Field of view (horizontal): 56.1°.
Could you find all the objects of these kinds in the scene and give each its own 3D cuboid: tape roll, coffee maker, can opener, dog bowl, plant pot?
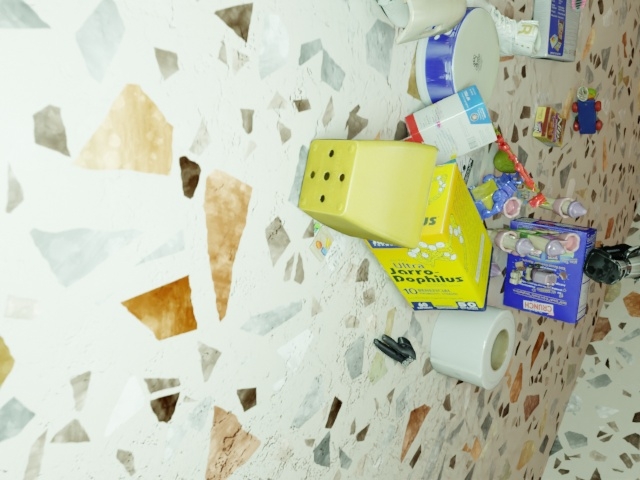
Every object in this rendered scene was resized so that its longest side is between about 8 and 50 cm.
[{"bbox_3d":[0.466,0.310,1.823,0.246,0.169,0.246,-18,113,-49],"label":"tape roll"},{"bbox_3d":[0.935,0.074,1.944,0.178,0.171,0.120,-5,97,-33],"label":"coffee maker"},{"bbox_3d":[0.194,0.287,1.582,0.059,0.073,0.186,-41,140,17],"label":"can opener"},{"bbox_3d":[0.352,-0.451,1.526,0.264,0.104,0.265,-17,112,-48],"label":"dog bowl"},{"bbox_3d":[0.079,-0.112,1.217,0.187,0.212,0.212,11,92,-40],"label":"plant pot"}]

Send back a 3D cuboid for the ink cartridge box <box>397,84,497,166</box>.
[{"bbox_3d":[0.297,-0.264,1.470,0.134,0.230,0.078,51,23,-45],"label":"ink cartridge box"}]

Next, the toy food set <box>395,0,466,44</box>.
[{"bbox_3d":[0.159,-0.542,1.154,0.219,0.092,0.306,-30,101,-45],"label":"toy food set"}]

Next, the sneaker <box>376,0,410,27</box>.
[{"bbox_3d":[0.102,-0.505,1.212,0.153,0.094,0.235,-55,136,-24],"label":"sneaker"}]

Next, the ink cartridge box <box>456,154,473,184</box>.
[{"bbox_3d":[0.360,-0.146,1.665,0.097,0.046,0.207,26,80,-49],"label":"ink cartridge box"}]

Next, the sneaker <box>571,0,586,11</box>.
[{"bbox_3d":[0.872,-0.831,2.018,0.057,0.047,0.120,-37,128,-53],"label":"sneaker"}]

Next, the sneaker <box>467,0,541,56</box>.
[{"bbox_3d":[0.500,-0.587,1.622,0.292,0.169,0.108,17,88,-50],"label":"sneaker"}]

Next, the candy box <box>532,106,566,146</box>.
[{"bbox_3d":[0.830,-0.409,2.172,0.186,0.053,0.109,6,94,-53],"label":"candy box"}]

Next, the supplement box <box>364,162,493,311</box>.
[{"bbox_3d":[0.271,0.006,1.447,0.356,0.194,0.195,51,46,-44],"label":"supplement box"}]

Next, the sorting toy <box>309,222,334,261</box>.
[{"bbox_3d":[0.000,0.000,1.285,0.062,0.012,0.083,-59,138,-22],"label":"sorting toy"}]

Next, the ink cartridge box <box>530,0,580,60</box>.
[{"bbox_3d":[0.804,-0.770,2.033,0.303,0.072,0.308,-14,108,-48],"label":"ink cartridge box"}]

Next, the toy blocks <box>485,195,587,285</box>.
[{"bbox_3d":[0.675,0.020,1.858,0.288,0.260,0.309,-1,104,-22],"label":"toy blocks"}]

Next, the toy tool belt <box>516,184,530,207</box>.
[{"bbox_3d":[0.714,-0.156,2.096,0.052,0.051,0.083,-12,109,-49],"label":"toy tool belt"}]

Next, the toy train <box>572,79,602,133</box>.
[{"bbox_3d":[1.067,-0.562,2.393,0.143,0.105,0.248,-57,138,-39],"label":"toy train"}]

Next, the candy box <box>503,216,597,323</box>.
[{"bbox_3d":[0.790,0.098,2.087,0.122,0.268,0.318,-11,108,-46],"label":"candy box"}]

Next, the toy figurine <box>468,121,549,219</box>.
[{"bbox_3d":[0.487,-0.172,1.759,0.191,0.217,0.363,46,20,-23],"label":"toy figurine"}]

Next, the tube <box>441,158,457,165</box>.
[{"bbox_3d":[0.352,-0.137,1.589,0.080,0.052,0.207,-46,126,-51],"label":"tube"}]
